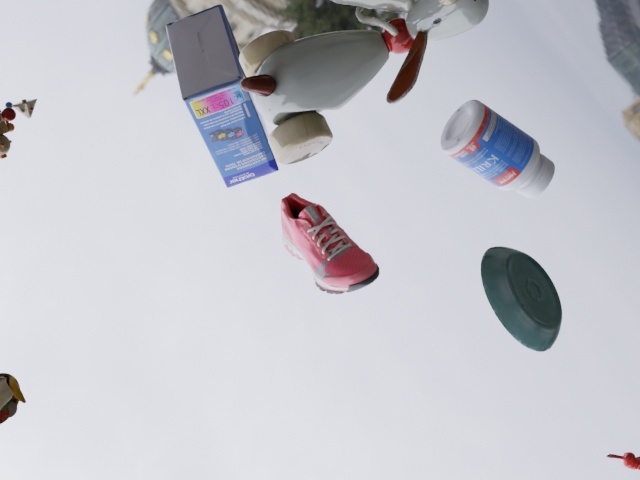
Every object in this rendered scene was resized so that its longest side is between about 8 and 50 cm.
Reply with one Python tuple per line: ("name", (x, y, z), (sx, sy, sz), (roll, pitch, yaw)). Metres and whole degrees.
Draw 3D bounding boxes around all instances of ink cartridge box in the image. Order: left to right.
("ink cartridge box", (-0.224, -0.319, 2.014), (0.395, 0.151, 0.270), (73, 180, -55))

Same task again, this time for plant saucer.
("plant saucer", (0.212, 0.054, 0.855), (0.119, 0.021, 0.119), (26, -134, -30))

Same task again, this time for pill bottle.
("pill bottle", (0.361, -0.177, 1.683), (0.221, 0.124, 0.124), (29, -143, -19))

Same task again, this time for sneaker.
("sneaker", (-0.001, 0.000, 1.721), (0.314, 0.116, 0.136), (36, 151, 48))

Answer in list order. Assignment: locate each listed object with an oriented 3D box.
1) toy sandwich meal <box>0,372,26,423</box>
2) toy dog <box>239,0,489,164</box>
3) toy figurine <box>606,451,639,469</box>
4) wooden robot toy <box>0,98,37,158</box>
("toy sandwich meal", (-0.440, 0.219, 1.146), (0.085, 0.029, 0.086), (-26, -58, -51))
("toy dog", (0.026, -0.235, 1.018), (0.220, 0.334, 0.161), (46, -164, 13))
("toy figurine", (0.574, 0.261, 1.048), (0.191, 0.217, 0.362), (24, 179, -28))
("wooden robot toy", (-0.505, -0.160, 1.288), (0.173, 0.076, 0.079), (-30, -64, -38))
